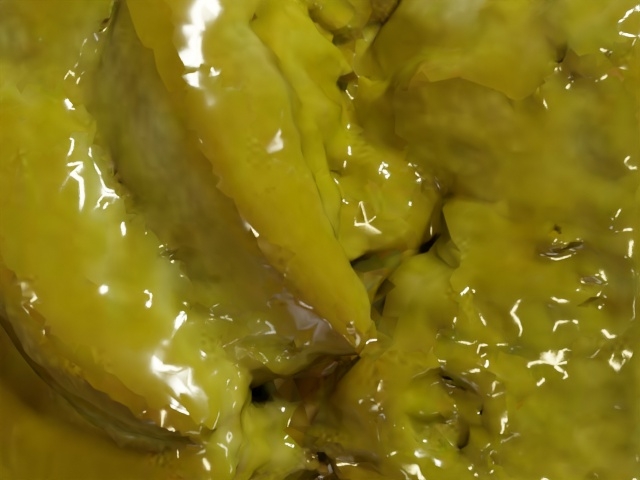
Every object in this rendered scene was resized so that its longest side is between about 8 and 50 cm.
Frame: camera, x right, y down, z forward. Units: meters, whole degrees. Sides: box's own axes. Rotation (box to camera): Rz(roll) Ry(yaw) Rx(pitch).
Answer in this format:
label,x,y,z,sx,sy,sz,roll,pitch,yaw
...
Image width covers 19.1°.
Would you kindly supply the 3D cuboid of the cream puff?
label,x,y,z,sx,sy,sz,roll,pitch,yaw
cream puff,-0.004,-0.007,0.573,0.274,0.270,0.323,-2,99,-38
